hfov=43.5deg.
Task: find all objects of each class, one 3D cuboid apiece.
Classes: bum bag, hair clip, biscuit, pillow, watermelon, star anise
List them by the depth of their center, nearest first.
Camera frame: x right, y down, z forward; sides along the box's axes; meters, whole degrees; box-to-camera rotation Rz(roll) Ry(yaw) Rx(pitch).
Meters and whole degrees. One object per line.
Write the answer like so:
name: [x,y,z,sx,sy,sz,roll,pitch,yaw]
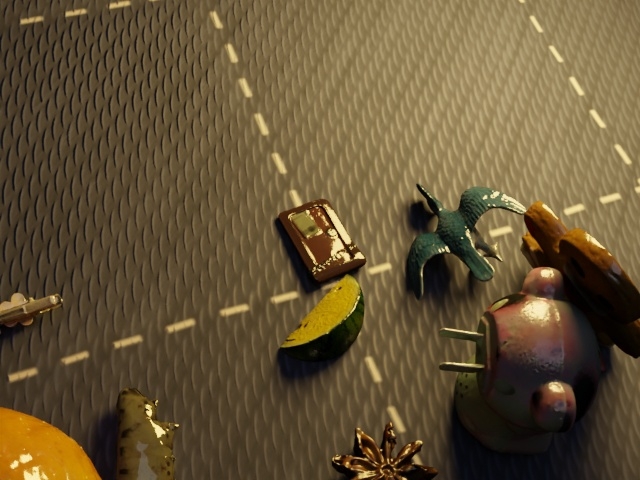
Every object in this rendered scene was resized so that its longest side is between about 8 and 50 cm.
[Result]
pillow: [-0.253,0.331,1.177,0.093,0.051,0.241,-3,61,-7]
star anise: [0.118,0.383,1.206,0.177,0.073,0.234,-21,51,-30]
hair clip: [-0.510,0.124,1.245,0.213,0.056,0.062,-19,83,-11]
biscuit: [0.403,0.069,1.259,0.064,0.432,0.283,-37,83,5]
watermelon: [0.023,0.131,1.332,0.092,0.075,0.181,39,62,15]
bum bag: [0.000,0.000,1.434,0.109,0.026,0.159,-19,61,-21]

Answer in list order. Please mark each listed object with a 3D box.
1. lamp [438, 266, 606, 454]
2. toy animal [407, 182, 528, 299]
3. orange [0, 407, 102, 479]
lamp: [0.287,0.197,1.219,0.247,0.301,0.247,10,60,-3]
toy animal: [0.236,-0.007,1.415,0.176,0.255,0.239,41,100,-15]
orange: [-0.429,0.369,0.980,0.340,0.293,0.341,4,61,-7]
